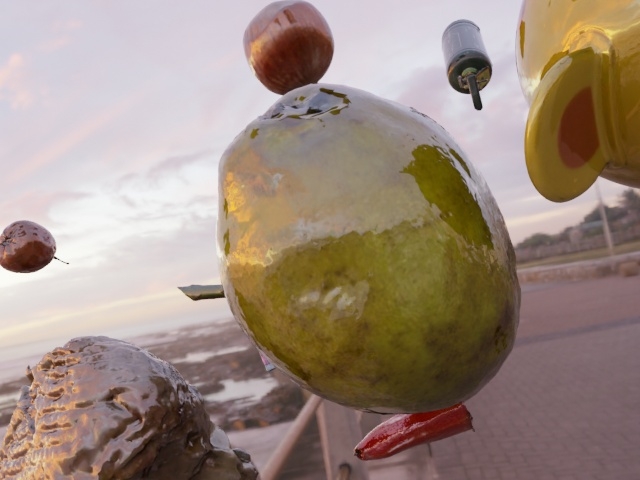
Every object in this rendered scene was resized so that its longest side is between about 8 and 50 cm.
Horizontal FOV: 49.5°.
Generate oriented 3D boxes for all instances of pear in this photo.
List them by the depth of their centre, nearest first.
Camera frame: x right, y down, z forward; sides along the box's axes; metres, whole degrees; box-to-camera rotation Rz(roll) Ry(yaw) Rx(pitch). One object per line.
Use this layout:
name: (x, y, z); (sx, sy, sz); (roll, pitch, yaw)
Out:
pear: (0.052, 0.021, 0.803); (0.352, 0.413, 0.352); (-37, 15, 12)

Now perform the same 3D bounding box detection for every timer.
timer: (0.354, -0.217, 0.715); (0.387, 0.376, 0.376); (0, -10, -42)

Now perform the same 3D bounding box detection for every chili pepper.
chili pepper: (0.123, 0.262, 0.959); (0.169, 0.065, 0.088); (-24, -40, 1)

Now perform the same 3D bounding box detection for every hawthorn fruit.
hawthorn fruit: (-0.348, 0.016, 0.860); (0.067, 0.066, 0.103); (-13, -26, 33)

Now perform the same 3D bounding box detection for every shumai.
shumai: (-0.225, 0.258, 0.882); (0.283, 0.217, 0.346); (20, -43, -35)

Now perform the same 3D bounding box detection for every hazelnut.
hazelnut: (-0.068, -0.428, 1.544); (0.214, 0.214, 0.176); (-14, 10, 41)

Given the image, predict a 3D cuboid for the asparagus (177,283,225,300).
asparagus: (-0.123, 0.074, 1.043); (0.236, 0.027, 0.034); (-5, 4, 33)

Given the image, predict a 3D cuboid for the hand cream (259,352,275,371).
hand cream: (-0.115, 0.136, 1.386); (0.079, 0.275, 0.050); (-47, -42, 18)

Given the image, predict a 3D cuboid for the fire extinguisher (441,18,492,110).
fire extinguisher: (0.315, -0.380, 1.490); (0.095, 0.114, 0.311); (-12, 29, 14)
